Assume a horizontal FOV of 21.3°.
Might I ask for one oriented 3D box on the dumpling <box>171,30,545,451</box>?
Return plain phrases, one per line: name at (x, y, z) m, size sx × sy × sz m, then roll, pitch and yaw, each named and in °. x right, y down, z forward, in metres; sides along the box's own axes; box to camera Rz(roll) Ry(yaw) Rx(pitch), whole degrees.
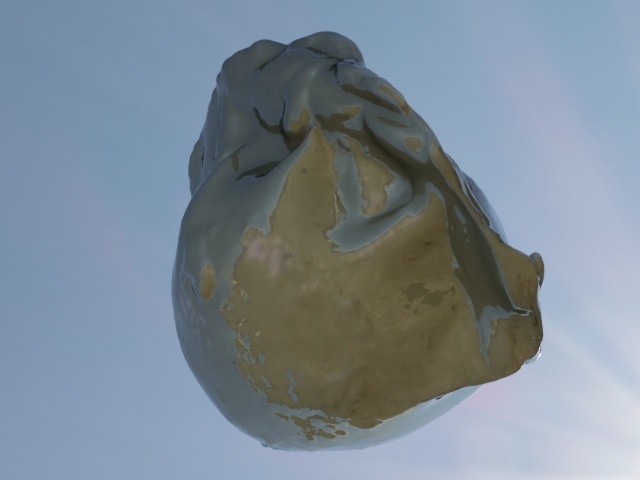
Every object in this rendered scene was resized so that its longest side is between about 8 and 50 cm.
dumpling at (0.000, 0.000, 0.785) m, size 0.147 × 0.258 × 0.193 m, roll -24°, pitch -88°, yaw -33°
